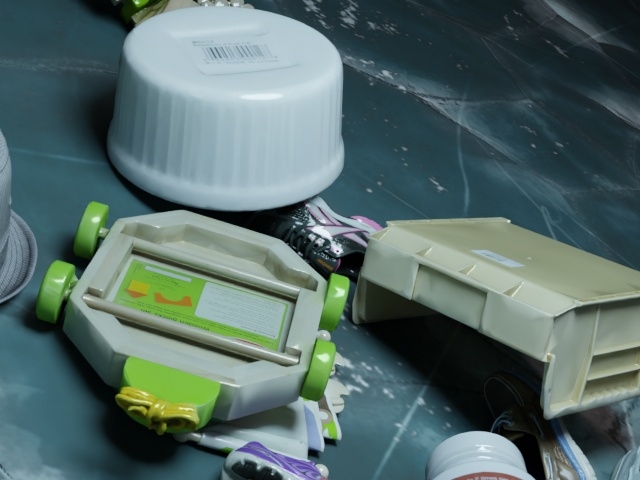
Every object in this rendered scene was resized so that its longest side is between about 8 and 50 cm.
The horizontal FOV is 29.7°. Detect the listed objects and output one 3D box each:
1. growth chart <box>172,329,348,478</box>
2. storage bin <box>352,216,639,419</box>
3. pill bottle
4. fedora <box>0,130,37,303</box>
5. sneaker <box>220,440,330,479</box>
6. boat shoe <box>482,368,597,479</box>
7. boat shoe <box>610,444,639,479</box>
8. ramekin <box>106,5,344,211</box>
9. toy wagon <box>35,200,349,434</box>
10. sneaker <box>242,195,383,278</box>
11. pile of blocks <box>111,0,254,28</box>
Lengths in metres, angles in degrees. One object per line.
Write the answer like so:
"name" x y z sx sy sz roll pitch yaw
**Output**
"growth chart" -0.050 0.134 1.146 0.171 0.021 0.237 23 28 -14
"storage bin" 0.213 0.073 1.301 0.260 0.123 0.262 -3 21 -46
"pill bottle" 0.140 0.263 1.005 0.121 0.121 0.216 23 29 -13
"fedora" -0.351 -0.050 1.051 0.243 0.124 0.275 30 27 -2
"sneaker" 0.000 0.216 1.012 0.169 0.068 0.071 31 22 4
"boat shoe" 0.212 0.200 1.242 0.066 0.066 0.183 0 35 -31
"boat shoe" 0.336 0.265 1.233 0.079 0.081 0.227 32 27 4
"ramekin" -0.103 -0.160 1.372 0.277 0.135 0.277 5 34 -3
"toy wagon" -0.118 0.077 1.093 0.267 0.068 0.344 17 29 -1
"sneaker" 0.000 0.000 1.372 0.178 0.072 0.077 14 42 -18
"pile of blocks" -0.173 -0.296 1.688 0.362 0.149 0.112 34 -17 -11
